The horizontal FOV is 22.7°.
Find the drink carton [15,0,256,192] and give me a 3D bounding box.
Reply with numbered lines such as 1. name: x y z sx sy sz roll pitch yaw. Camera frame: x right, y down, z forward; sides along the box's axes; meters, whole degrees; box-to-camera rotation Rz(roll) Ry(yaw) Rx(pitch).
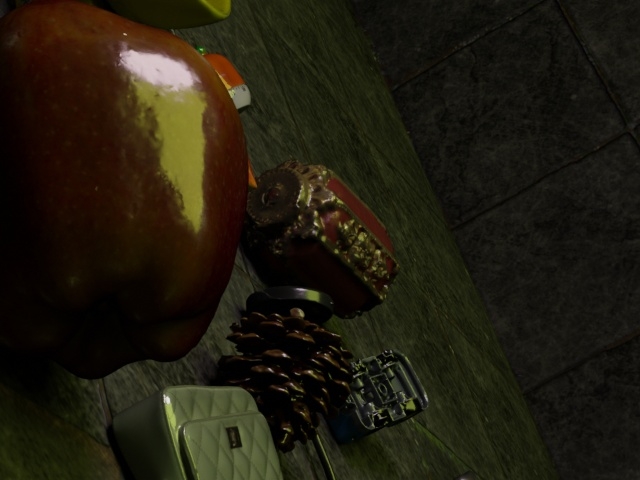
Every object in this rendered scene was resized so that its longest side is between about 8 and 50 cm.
1. drink carton: -0.226 -0.186 1.956 0.351 0.111 0.154 47 17 -40

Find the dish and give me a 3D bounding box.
1. dish: -0.206 -0.334 1.872 0.221 0.108 0.262 55 13 -12

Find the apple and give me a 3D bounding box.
1. apple: -0.201 -0.049 1.385 0.288 0.288 0.317 38 38 -59

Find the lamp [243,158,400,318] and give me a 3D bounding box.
1. lamp: 0.000 0.000 2.284 0.274 0.177 0.177 43 21 -46

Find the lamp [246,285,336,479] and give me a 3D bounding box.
1. lamp: 0.016 0.215 1.980 0.130 0.108 0.371 41 23 -57

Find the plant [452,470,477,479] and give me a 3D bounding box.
1. plant: 0.083 0.368 1.534 0.188 0.276 0.199 53 12 -7

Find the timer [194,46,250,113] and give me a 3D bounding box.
1. timer: -0.163 -0.227 2.298 0.136 0.099 0.136 -26 90 -89

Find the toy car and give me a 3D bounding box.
1. toy car: 0.059 0.219 2.192 0.191 0.100 0.097 -10 70 -56

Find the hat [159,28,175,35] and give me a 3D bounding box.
1. hat: -0.274 -0.335 2.220 0.166 0.081 0.122 14 85 -53

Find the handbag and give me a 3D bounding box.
1. handbag: -0.095 0.251 1.559 0.219 0.079 0.256 66 15 11

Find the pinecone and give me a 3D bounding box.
1. pinecone: -0.042 0.160 1.803 0.173 0.173 0.173 55 14 -20
